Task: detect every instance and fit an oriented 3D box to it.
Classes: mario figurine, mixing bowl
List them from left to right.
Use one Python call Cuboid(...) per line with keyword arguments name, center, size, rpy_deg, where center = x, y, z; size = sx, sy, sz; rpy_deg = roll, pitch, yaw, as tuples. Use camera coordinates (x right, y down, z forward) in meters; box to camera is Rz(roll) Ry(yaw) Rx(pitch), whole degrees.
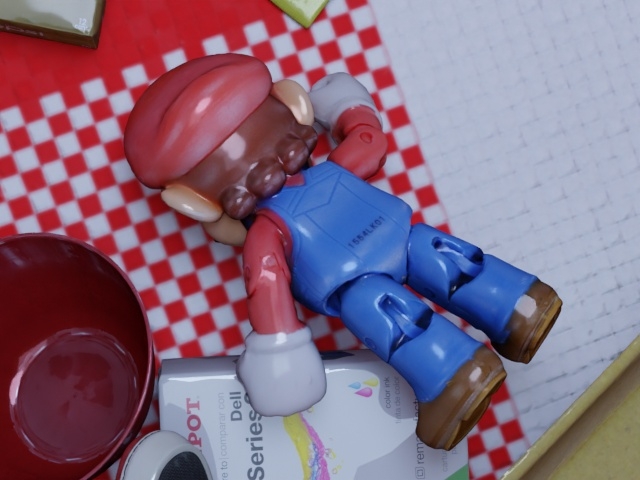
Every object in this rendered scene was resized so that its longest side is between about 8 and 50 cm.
Cuboid(name="mixing bowl", center=(-0.182, 0.096, 0.903), size=(0.181, 0.098, 0.181), rpy_deg=(-5, 70, 13))
Cuboid(name="mario figurine", center=(0.000, 0.000, 0.909), size=(0.320, 0.198, 0.170), rpy_deg=(39, 117, 15))

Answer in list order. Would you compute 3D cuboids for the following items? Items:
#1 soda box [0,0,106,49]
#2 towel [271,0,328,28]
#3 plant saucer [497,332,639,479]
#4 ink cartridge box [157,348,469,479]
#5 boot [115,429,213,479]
Cuboid(name="soda box", center=(-0.240, -0.180, 0.927), size=(0.181, 0.061, 0.058), rpy_deg=(9, 88, -7))
Cuboid(name="towel", center=(-0.072, -0.265, 0.970), size=(0.237, 0.021, 0.102), rpy_deg=(38, 92, -6))
Cuboid(name="plant saucer", center=(0.300, 0.208, 0.961), size=(0.333, 0.081, 0.333), rpy_deg=(-43, 96, -15))
Cuboid(name="ink cartridge box", center=(-0.007, 0.158, 0.941), size=(0.212, 0.093, 0.154), rpy_deg=(-2, 91, -5))
Cuboid(name="boot", center=(-0.157, 0.225, 0.876), size=(0.176, 0.088, 0.244), rpy_deg=(15, 107, 33))
